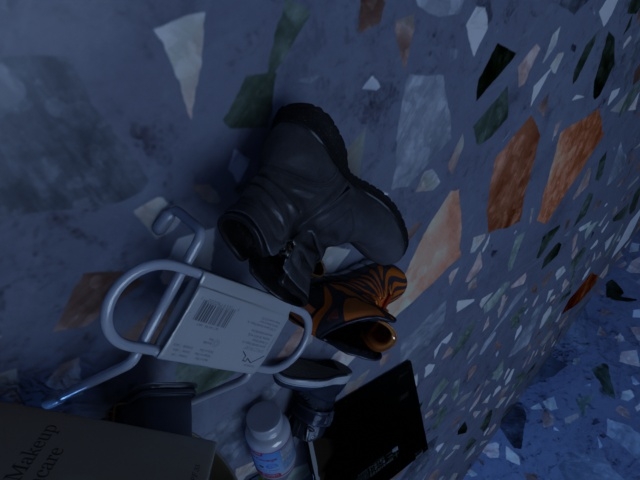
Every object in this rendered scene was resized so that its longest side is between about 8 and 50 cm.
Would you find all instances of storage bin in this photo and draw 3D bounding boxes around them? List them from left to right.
[{"bbox_3d":[-0.223,0.250,0.617,0.098,0.091,0.135,14,139,-40],"label":"storage bin"}]

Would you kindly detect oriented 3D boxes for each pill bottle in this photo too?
[{"bbox_3d":[-0.097,0.384,0.920,0.087,0.087,0.160,-31,134,-28],"label":"pill bottle"}]

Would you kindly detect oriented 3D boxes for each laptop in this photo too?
[{"bbox_3d":[0.073,0.566,1.274,0.382,0.236,0.407,-17,98,-39],"label":"laptop"}]

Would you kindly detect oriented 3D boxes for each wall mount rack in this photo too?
[{"bbox_3d":[-0.178,0.133,0.643,0.350,0.130,0.304,32,88,-51],"label":"wall mount rack"}]

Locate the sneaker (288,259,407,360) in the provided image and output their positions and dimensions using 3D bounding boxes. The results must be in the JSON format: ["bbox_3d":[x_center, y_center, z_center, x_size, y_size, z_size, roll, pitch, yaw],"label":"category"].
[{"bbox_3d":[0.088,0.131,0.861,0.321,0.180,0.124,-8,121,-42],"label":"sneaker"}]

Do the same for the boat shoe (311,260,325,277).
[{"bbox_3d":[-0.040,0.002,0.737,0.064,0.060,0.178,-48,140,-10],"label":"boat shoe"}]

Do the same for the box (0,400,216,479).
[{"bbox_3d":[-0.279,0.270,0.482,0.311,0.148,0.121,13,111,-7],"label":"box"}]

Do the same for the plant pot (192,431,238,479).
[{"bbox_3d":[-0.265,0.416,0.639,0.284,0.284,0.191,4,123,-47],"label":"plant pot"}]

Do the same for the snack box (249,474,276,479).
[{"bbox_3d":[-0.120,0.591,0.943,0.174,0.207,0.070,-15,126,-40],"label":"snack box"}]

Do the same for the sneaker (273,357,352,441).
[{"bbox_3d":[-0.036,0.319,0.938,0.226,0.086,0.163,23,95,-52],"label":"sneaker"}]

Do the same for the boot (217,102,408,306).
[{"bbox_3d":[0.000,0.000,0.671,0.338,0.118,0.222,44,55,-38],"label":"boot"}]
